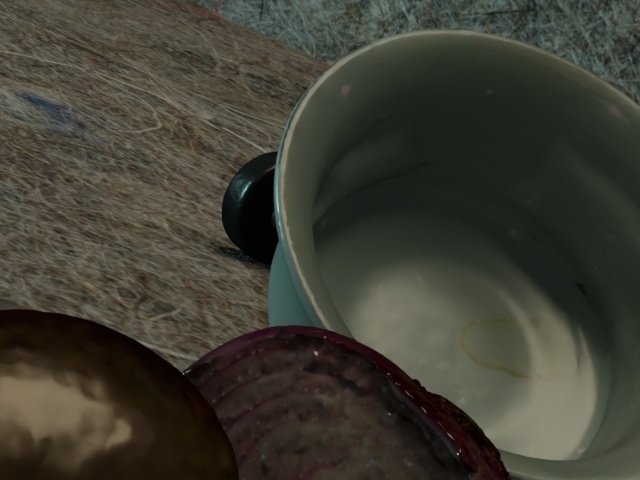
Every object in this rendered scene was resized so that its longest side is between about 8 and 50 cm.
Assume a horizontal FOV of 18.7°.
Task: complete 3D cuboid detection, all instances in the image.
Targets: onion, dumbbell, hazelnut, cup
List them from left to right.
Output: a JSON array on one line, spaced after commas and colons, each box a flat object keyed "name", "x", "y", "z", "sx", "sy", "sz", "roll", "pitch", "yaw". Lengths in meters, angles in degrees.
[{"name": "hazelnut", "x": -0.124, "y": 0.125, "z": 0.723, "sx": 0.208, "sy": 0.208, "sz": 0.208, "roll": 21, "pitch": 12, "yaw": -5}, {"name": "dumbbell", "x": 0.000, "y": 0.000, "z": 1.648, "sx": 0.100, "sy": 0.100, "sz": 0.191, "roll": 13, "pitch": 15, "yaw": -38}, {"name": "onion", "x": 0.016, "y": 0.143, "z": 0.891, "sx": 0.207, "sy": 0.200, "sz": 0.200, "roll": 14, "pitch": 7, "yaw": 26}, {"name": "cup", "x": 0.105, "y": 0.044, "z": 1.299, "sx": 0.347, "sy": 0.163, "sz": 0.347, "roll": 13, "pitch": 53, "yaw": -17}]

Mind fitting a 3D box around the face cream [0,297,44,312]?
[{"name": "face cream", "x": -0.231, "y": 0.048, "z": 1.125, "sx": 0.198, "sy": 0.057, "sz": 0.084, "roll": 17, "pitch": 14, "yaw": -20}]
